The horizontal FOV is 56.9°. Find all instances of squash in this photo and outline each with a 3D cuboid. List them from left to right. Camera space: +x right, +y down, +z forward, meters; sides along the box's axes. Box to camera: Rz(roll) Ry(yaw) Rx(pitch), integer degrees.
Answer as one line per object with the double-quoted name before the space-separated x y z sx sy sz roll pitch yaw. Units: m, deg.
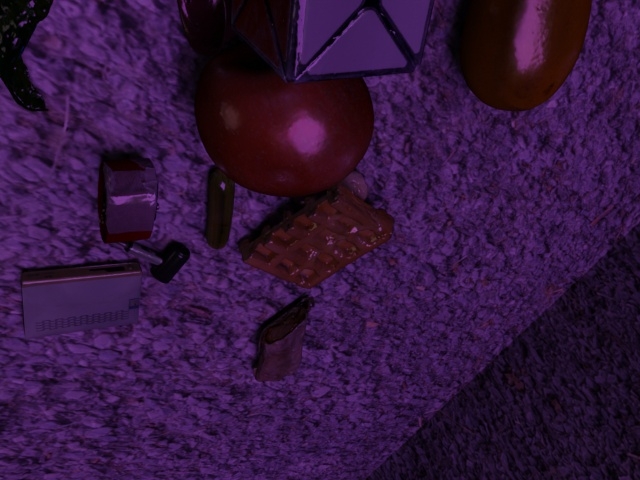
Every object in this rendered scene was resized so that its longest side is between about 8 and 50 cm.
"squash" -0.244 -0.075 1.433 0.066 0.066 0.229 -9 134 -25

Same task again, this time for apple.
"apple" -0.071 -0.251 1.167 0.348 0.348 0.277 -24 133 -10

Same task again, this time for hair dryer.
"hair dryer" -0.421 0.029 1.434 0.197 0.057 0.100 29 109 -39

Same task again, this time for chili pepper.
"chili pepper" -0.505 -0.350 1.009 0.122 0.065 0.279 0 131 -43

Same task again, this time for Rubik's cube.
"Rubik's cube" 0.017 -0.422 0.932 0.260 0.259 0.255 -14 134 -28

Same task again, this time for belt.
"belt" -0.408 -0.085 1.270 0.124 0.128 0.201 -6 135 -29

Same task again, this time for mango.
"mango" 0.469 -0.512 1.350 0.299 0.232 0.446 -16 129 -12

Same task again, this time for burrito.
"burrito" -0.122 0.328 1.866 0.175 0.107 0.348 -19 140 -35

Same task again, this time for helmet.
"helmet" -0.184 -0.431 1.088 0.106 0.155 0.175 -29 150 -37

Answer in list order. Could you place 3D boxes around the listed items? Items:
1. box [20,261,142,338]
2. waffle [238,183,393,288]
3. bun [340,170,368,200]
"box" -0.581 0.147 1.444 0.270 0.045 0.211 -6 132 -28
"waffle" -0.001 0.000 1.592 0.348 0.078 0.304 -33 143 22
"bun" 0.080 -0.130 1.579 0.115 0.069 0.115 -18 136 -19
